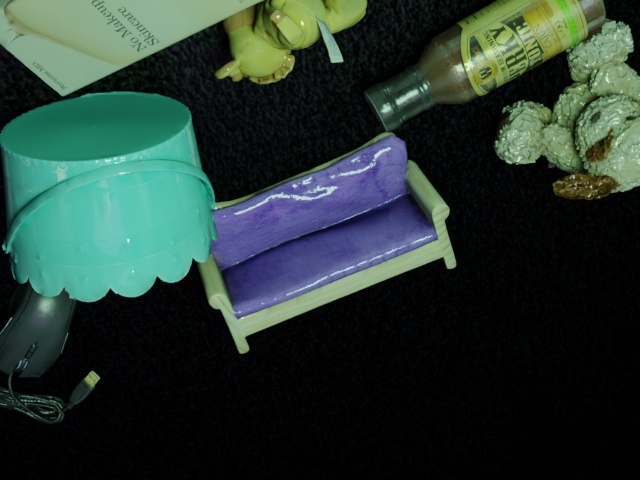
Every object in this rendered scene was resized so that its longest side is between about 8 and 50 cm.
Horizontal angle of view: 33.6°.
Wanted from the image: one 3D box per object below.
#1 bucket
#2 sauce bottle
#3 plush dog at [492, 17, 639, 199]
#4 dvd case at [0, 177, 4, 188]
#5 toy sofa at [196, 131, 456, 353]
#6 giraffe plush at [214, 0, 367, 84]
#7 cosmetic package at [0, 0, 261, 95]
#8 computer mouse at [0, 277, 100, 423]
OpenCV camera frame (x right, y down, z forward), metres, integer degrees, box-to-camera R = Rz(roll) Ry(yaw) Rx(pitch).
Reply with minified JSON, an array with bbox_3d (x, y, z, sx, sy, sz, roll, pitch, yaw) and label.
[{"bbox_3d":[-0.274,-0.065,1.360,0.281,0.281,0.183,-10,119,-11],"label":"bucket"},{"bbox_3d":[0.226,-0.262,1.481,0.344,0.111,0.111,-31,124,3],"label":"sauce bottle"},{"bbox_3d":[0.414,-0.153,1.532,0.210,0.225,0.262,37,104,-31],"label":"plush dog"},{"bbox_3d":[-0.512,-0.073,1.310,0.165,0.221,0.018,-10,82,5],"label":"dvd case"},{"bbox_3d":[0.000,0.000,1.545,0.363,0.150,0.177,-22,125,-3],"label":"toy sofa"},{"bbox_3d":[-0.055,-0.282,1.369,0.181,0.210,0.170,12,151,-38],"label":"giraffe plush"},{"bbox_3d":[-0.227,-0.306,1.235,0.309,0.113,0.160,-22,142,22],"label":"cosmetic package"},{"bbox_3d":[-0.403,0.174,1.580,0.184,0.060,0.262,25,110,-27],"label":"computer mouse"}]
